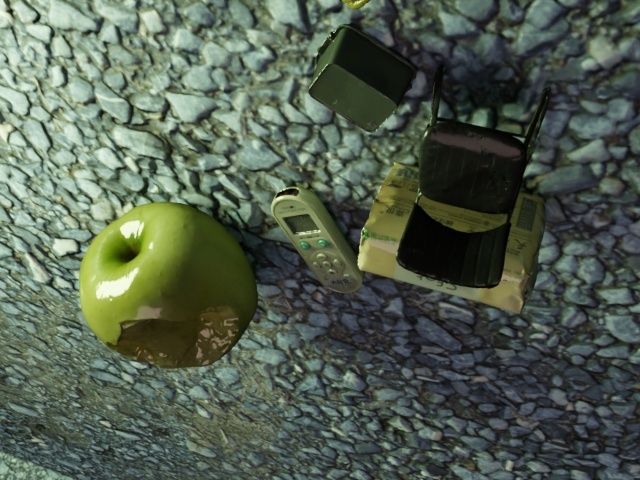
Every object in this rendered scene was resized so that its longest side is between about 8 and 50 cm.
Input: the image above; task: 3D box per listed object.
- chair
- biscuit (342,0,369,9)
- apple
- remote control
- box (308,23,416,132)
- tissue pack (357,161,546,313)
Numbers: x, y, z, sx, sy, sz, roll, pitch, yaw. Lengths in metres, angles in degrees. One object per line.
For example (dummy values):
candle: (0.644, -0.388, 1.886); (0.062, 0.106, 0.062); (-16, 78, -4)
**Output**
chair: (0.173, -0.073, 1.010); (0.140, 0.221, 0.145); (14, 141, 10)
biscuit: (0.056, -0.282, 0.926); (0.023, 0.084, 0.084); (41, 138, -23)
apple: (-0.239, 0.072, 1.365); (0.279, 0.279, 0.279); (13, 142, 11)
remote control: (0.000, 0.000, 1.329); (0.078, 0.042, 0.221); (-6, 133, 32)
box: (0.047, -0.192, 1.052); (0.122, 0.069, 0.084); (30, 143, -11)
tissue pack: (0.174, -0.009, 1.120); (0.222, 0.186, 0.090); (15, 131, 9)
